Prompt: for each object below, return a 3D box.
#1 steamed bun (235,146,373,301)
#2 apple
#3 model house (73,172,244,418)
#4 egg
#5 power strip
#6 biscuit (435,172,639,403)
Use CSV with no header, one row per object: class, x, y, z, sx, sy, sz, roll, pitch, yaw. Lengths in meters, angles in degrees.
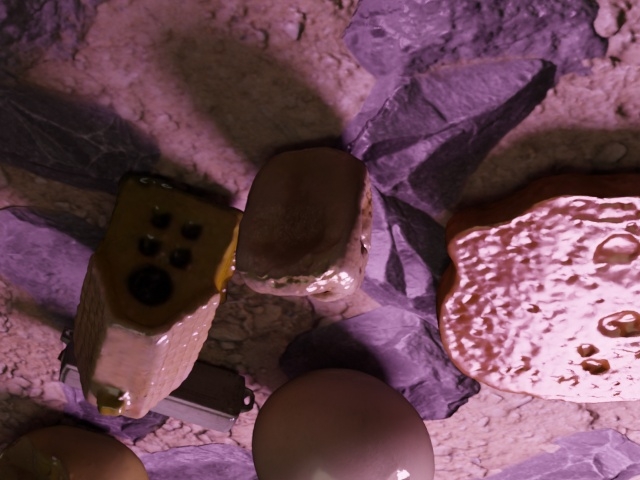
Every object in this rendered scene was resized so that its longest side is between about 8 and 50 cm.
steamed bun,0.000,0.000,1.528,0.140,0.172,0.155,3,158,23
apple,-0.373,0.410,1.976,0.279,0.279,0.279,5,138,4
model house,-0.192,0.080,1.577,0.174,0.234,0.193,16,140,-8
egg,0.032,0.280,1.772,0.219,0.219,0.269,-24,144,31
power strip,-0.222,0.185,1.816,0.272,0.078,0.052,19,139,-12
biscuit,0.325,0.060,1.593,0.385,0.062,0.365,0,135,10
